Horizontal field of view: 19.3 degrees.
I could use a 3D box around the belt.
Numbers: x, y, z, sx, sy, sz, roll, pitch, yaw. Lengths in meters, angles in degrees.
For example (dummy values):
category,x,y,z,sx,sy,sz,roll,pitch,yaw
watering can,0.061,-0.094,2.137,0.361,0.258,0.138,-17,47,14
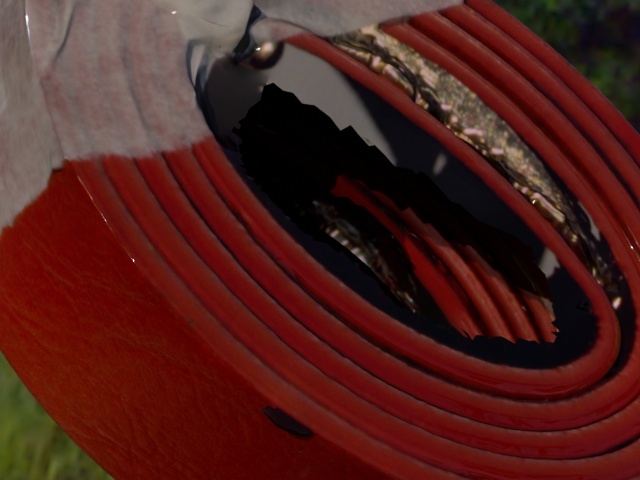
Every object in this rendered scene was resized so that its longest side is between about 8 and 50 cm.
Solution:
category,x,y,z,sx,sy,sz,roll,pitch,yaw
belt,0.000,0.000,0.716,0.324,0.227,0.115,33,-39,-13
